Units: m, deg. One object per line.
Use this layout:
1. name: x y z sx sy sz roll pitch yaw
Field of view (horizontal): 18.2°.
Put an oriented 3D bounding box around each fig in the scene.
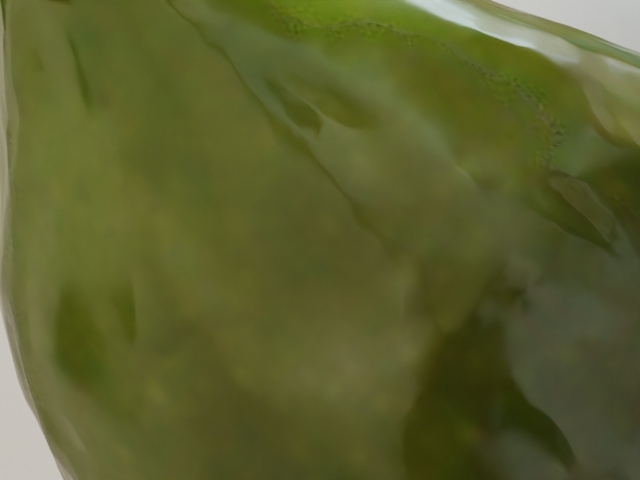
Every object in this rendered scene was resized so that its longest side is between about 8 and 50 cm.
1. fig: 0.000 0.000 0.467 0.275 0.206 0.206 52 -165 -34
